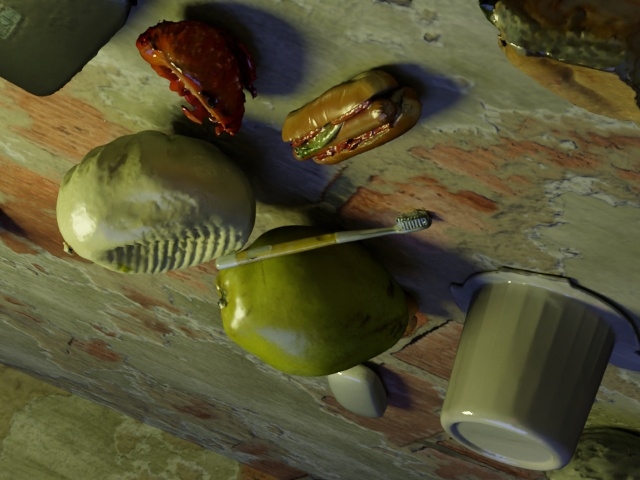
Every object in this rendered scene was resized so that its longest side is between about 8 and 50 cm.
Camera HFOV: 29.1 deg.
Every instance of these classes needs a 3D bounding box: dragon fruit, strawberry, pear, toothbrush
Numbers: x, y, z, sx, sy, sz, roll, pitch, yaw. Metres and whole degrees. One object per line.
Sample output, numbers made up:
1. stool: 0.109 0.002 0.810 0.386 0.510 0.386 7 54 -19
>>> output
1. dragon fruit: 0.486 0.406 2.031 0.221 0.204 0.283 -13 -179 6
2. strawberry: -0.123 -0.182 1.327 0.121 0.082 0.188 36 173 16
3. pear: -0.011 0.084 1.680 0.269 0.212 0.212 6 164 -20
4. toothbrush: 0.000 0.000 1.569 0.288 0.021 0.024 -12 138 13

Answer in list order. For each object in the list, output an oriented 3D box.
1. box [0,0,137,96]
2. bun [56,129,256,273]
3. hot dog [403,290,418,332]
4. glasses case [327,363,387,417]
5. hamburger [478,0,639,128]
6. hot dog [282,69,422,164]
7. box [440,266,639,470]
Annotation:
1. box: -0.350 -0.276 1.268 0.289 0.073 0.290 30 152 -21
2. bun: -0.203 -0.057 1.559 0.259 0.160 0.259 -8 167 -2
3. hot dog: 0.078 0.092 1.831 0.140 0.060 0.090 7 152 15
4. glasses case: 0.069 0.276 2.280 0.092 0.059 0.233 12 157 17
5. hamburger: 0.232 -0.170 0.979 0.155 0.135 0.208 25 180 38
6. hot dog: 0.025 -0.123 1.336 0.092 0.062 0.236 24 160 -19
7. box: 0.292 0.196 1.670 0.291 0.206 0.262 30 158 -17
